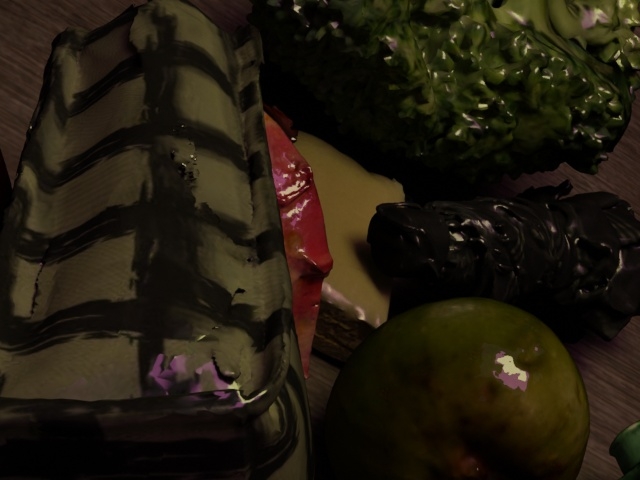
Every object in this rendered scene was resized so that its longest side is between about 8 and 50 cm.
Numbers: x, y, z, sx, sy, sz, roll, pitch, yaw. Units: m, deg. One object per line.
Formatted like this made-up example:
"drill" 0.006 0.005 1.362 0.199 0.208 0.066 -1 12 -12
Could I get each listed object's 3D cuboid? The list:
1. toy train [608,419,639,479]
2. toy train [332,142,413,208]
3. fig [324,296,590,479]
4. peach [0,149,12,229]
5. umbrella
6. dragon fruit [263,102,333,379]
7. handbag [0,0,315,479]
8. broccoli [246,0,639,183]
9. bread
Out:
"toy train" 0.354 0.272 1.071 0.160 0.253 0.397 3 53 -42
"toy train" 0.038 -0.049 1.292 0.092 0.029 0.045 42 29 2
"fig" 0.095 0.119 1.053 0.181 0.181 0.191 33 13 -13
"peach" -0.263 -0.007 0.819 0.257 0.232 0.232 18 43 -21
"umbrella" 0.166 0.026 1.239 0.154 0.128 0.336 46 28 21
"dragon fruit" -0.095 -0.024 1.035 0.126 0.161 0.274 -7 60 -48
"handbag" -0.087 0.090 0.802 0.162 0.325 0.327 0 40 -3
"broccoli" 0.121 -0.185 1.298 0.338 0.317 0.277 52 -5 -23
"bread" 0.001 0.000 1.181 0.139 0.060 0.178 30 39 -16
